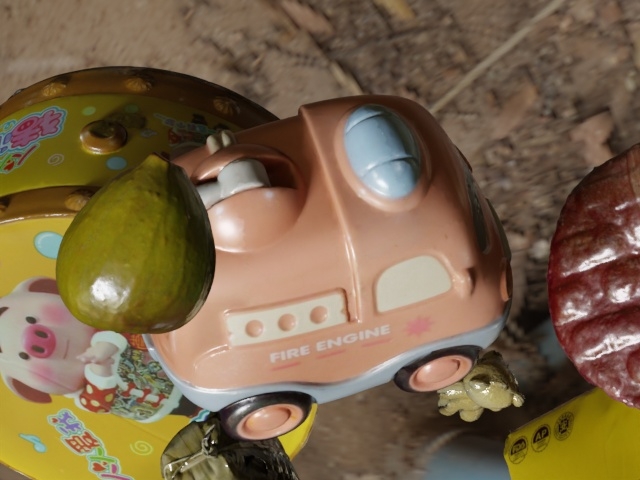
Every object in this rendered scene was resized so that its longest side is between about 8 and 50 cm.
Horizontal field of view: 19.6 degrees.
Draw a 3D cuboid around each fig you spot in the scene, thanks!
[{"bbox_3d":[-0.083,0.002,0.866,0.074,0.074,0.088,17,102,-13],"label":"fig"}]

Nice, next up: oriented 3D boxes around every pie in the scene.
[{"bbox_3d":[0.272,0.029,1.424,0.054,0.204,0.219,7,81,-57],"label":"pie"}]

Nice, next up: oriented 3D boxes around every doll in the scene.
[{"bbox_3d":[0.129,0.131,1.538,0.061,0.093,0.051,16,44,-16],"label":"doll"}]

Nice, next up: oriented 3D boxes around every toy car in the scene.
[{"bbox_3d":[0.000,0.000,1.279,0.270,0.212,0.181,-15,59,-7],"label":"toy car"}]

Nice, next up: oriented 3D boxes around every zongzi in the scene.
[{"bbox_3d":[-0.089,0.143,1.414,0.081,0.189,0.178,-31,51,7],"label":"zongzi"}]

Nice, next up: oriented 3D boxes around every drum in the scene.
[{"bbox_3d":[-0.183,0.056,1.816,0.431,0.431,0.214,26,42,-12],"label":"drum"}]

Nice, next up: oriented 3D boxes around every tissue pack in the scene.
[{"bbox_3d":[0.332,0.237,1.901,0.134,0.271,0.192,7,60,-37],"label":"tissue pack"}]
